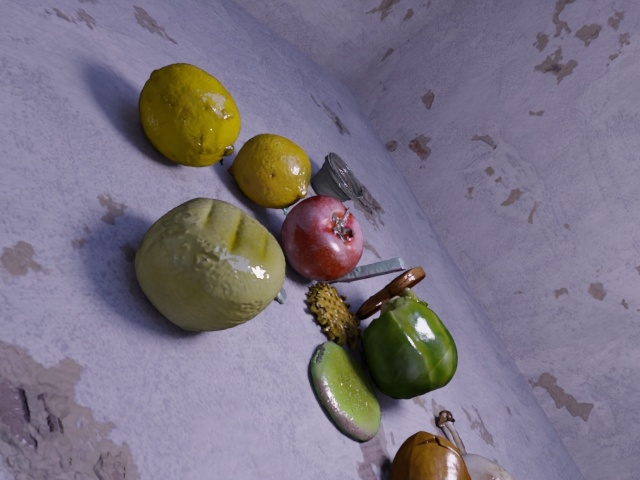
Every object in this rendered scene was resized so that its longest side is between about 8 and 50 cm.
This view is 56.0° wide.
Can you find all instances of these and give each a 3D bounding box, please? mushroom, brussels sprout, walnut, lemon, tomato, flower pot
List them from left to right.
[{"bbox_3d":[-0.352,-0.332,1.607,0.284,0.260,0.261,49,21,-23],"label":"lemon"},{"bbox_3d":[-0.144,-0.210,1.878,0.253,0.229,0.228,34,22,2],"label":"lemon"},{"bbox_3d":[0.000,0.000,1.866,0.270,0.227,0.271,26,49,-33],"label":"tomato"},{"bbox_3d":[0.058,-0.234,2.457,0.235,0.140,0.236,45,24,-27],"label":"flower pot"},{"bbox_3d":[0.261,0.327,1.843,0.315,0.275,0.371,58,4,2],"label":"brussels sprout"},{"bbox_3d":[0.284,0.648,1.530,0.209,0.208,0.336,43,31,-26],"label":"walnut"},{"bbox_3d":[0.452,0.669,2.048,0.060,0.061,0.187,108,-41,-79],"label":"mushroom"},{"bbox_3d":[0.446,0.753,1.734,0.243,0.243,0.244,44,24,-25],"label":"mushroom"}]

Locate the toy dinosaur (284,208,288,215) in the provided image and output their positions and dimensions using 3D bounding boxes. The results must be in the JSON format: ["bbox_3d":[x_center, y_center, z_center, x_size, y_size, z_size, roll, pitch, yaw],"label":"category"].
[{"bbox_3d":[-0.115,-0.115,2.083,0.083,0.021,0.062,-5,69,-61],"label":"toy dinosaur"}]

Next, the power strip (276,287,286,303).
[{"bbox_3d":[-0.123,0.140,1.678,0.083,0.035,0.055,61,18,-20],"label":"power strip"}]

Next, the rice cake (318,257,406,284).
[{"bbox_3d":[0.136,0.104,1.937,0.081,0.290,0.051,3,75,-73],"label":"rice cake"}]

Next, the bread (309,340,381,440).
[{"bbox_3d":[0.080,0.414,1.661,0.301,0.045,0.301,44,24,-26],"label":"bread"}]

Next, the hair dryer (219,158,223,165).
[{"bbox_3d":[-0.325,-0.276,1.888,0.079,0.031,0.083,10,56,-47],"label":"hair dryer"}]

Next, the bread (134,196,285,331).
[{"bbox_3d":[-0.229,0.045,1.305,0.320,0.237,0.321,46,19,-21],"label":"bread"}]

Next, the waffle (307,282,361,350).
[{"bbox_3d":[0.047,0.228,1.867,0.229,0.051,0.232,47,22,-11],"label":"waffle"}]

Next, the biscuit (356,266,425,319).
[{"bbox_3d":[0.220,0.171,1.970,0.052,0.277,0.262,56,14,12],"label":"biscuit"}]
